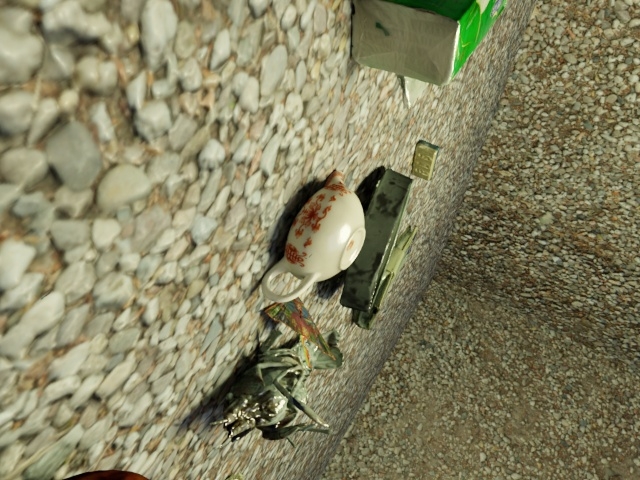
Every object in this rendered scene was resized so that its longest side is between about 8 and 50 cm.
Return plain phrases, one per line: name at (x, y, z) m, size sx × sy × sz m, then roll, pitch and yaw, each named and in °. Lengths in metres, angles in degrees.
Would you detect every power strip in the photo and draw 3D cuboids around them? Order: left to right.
power strip at (0.277, -0.210, 1.301) m, size 0.032 × 0.056 × 0.123 m, roll -55°, pitch 160°, yaw -23°

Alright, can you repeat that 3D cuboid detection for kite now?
kite at (-0.035, 0.153, 0.855) m, size 0.010 × 0.159 × 0.190 m, roll -37°, pitch 125°, yaw 18°

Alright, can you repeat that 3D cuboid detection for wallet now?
wallet at (0.205, 0.109, 1.505) m, size 0.310 × 0.077 × 0.223 m, roll -57°, pitch 164°, yaw -27°

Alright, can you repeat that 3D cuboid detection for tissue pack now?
tissue pack at (0.156, -0.305, 0.685) m, size 0.209 × 0.147 × 0.156 m, roll -54°, pitch 158°, yaw -28°

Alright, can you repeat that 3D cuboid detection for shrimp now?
shrimp at (-0.057, 0.255, 0.871) m, size 0.410 × 0.165 × 0.222 m, roll -22°, pitch 103°, yaw -81°

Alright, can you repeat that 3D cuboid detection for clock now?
clock at (0.128, 0.002, 1.088) m, size 0.325 × 0.067 × 0.325 m, roll 19°, pitch 90°, yaw -79°

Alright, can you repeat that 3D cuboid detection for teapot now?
teapot at (0.000, 0.000, 0.767) m, size 0.245 × 0.116 × 0.159 m, roll -47°, pitch 168°, yaw -27°

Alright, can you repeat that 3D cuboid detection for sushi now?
sushi at (0.045, 0.051, 1.030) m, size 0.083 × 0.044 × 0.046 m, roll -64°, pitch 161°, yaw 5°

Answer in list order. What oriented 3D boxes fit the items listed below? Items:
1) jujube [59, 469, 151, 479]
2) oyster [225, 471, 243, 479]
jujube at (-0.228, 0.303, 0.349) m, size 0.223 × 0.223 × 0.318 m, roll -67°, pitch 170°, yaw 10°
oyster at (-0.205, 0.552, 1.026) m, size 0.100 × 0.037 × 0.098 m, roll -67°, pitch 161°, yaw 10°
